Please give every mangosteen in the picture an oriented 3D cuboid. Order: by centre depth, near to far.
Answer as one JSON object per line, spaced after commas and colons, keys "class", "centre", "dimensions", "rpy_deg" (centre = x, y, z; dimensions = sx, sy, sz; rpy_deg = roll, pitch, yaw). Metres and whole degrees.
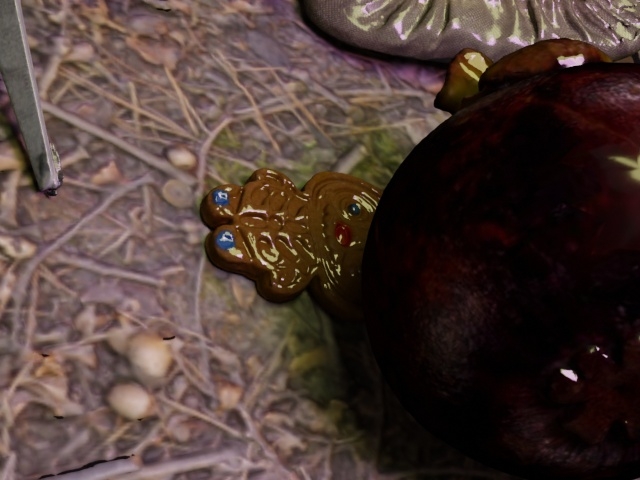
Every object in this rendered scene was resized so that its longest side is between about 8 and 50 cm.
{"class": "mangosteen", "centre": [0.172, 0.017, 0.993], "dimensions": [0.297, 0.297, 0.293], "rpy_deg": [28, 10, -12]}

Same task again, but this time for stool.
{"class": "stool", "centre": [0.141, -0.324, 1.213], "dimensions": [0.310, 0.226, 0.310], "rpy_deg": [1, 56, -9]}

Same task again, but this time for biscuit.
{"class": "biscuit", "centre": [0.000, 0.000, 1.070], "dimensions": [0.175, 0.026, 0.124], "rpy_deg": [7, 54, -27]}

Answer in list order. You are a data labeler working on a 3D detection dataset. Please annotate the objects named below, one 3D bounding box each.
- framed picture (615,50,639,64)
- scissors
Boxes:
{"class": "framed picture", "centre": [0.218, -0.126, 1.301], "dimensions": [0.213, 0.016, 0.289], "rpy_deg": [5, 56, -28]}
{"class": "scissors", "centre": [-0.228, -0.200, 1.020], "dimensions": [0.029, 0.191, 0.360], "rpy_deg": [-1, 72, -66]}
